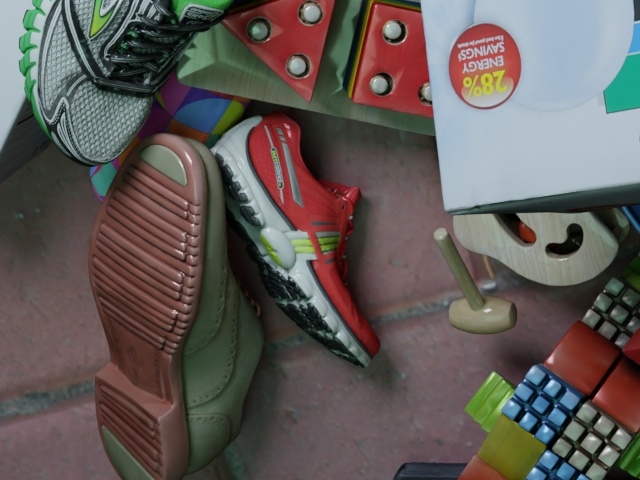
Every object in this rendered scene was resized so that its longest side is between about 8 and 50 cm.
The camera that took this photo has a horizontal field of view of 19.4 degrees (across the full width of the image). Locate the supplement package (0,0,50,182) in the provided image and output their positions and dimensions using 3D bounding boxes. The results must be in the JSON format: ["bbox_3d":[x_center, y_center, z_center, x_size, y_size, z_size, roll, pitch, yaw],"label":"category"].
[{"bbox_3d":[-0.301,-0.222,1.738,0.177,0.175,0.293,31,114,3],"label":"supplement package"}]

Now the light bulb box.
[{"bbox_3d":[0.275,-0.217,1.448,0.358,0.225,0.361,-9,86,38],"label":"light bulb box"}]

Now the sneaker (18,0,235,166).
[{"bbox_3d":[-0.150,-0.202,1.572,0.146,0.134,0.344,53,130,40],"label":"sneaker"}]

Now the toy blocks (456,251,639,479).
[{"bbox_3d":[0.212,0.174,1.638,0.190,0.261,0.381,37,96,12],"label":"toy blocks"}]

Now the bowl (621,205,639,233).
[{"bbox_3d":[0.434,-0.127,1.632,0.391,0.077,0.391,4,109,12],"label":"bowl"}]

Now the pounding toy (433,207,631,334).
[{"bbox_3d":[0.194,-0.033,1.688,0.154,0.155,0.270,7,110,16],"label":"pounding toy"}]

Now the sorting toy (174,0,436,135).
[{"bbox_3d":[0.024,-0.231,1.636,0.255,0.089,0.257,11,105,-10],"label":"sorting toy"}]

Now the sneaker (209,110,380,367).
[{"bbox_3d":[0.000,0.000,1.785,0.118,0.107,0.279,-38,116,-17],"label":"sneaker"}]

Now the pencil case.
[{"bbox_3d":[-0.126,-0.126,1.774,0.104,0.104,0.236,36,112,0],"label":"pencil case"}]

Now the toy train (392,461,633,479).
[{"bbox_3d":[0.208,0.315,1.829,0.334,0.142,0.190,0,100,14],"label":"toy train"}]

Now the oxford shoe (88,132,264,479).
[{"bbox_3d":[-0.129,0.059,1.798,0.140,0.146,0.397,37,134,33],"label":"oxford shoe"}]
